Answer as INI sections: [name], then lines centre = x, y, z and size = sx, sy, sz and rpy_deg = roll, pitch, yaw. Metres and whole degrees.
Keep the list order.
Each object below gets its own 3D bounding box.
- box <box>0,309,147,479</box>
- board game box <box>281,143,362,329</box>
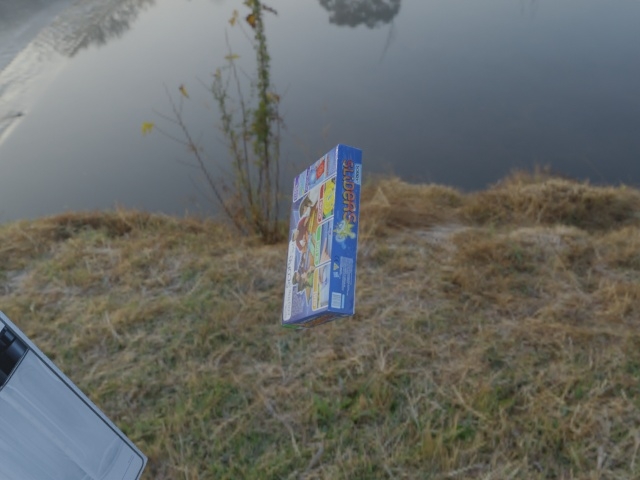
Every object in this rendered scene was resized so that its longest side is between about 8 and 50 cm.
[box]
centre = -0.283, 0.181, 0.599
size = 0.087, 0.290, 0.169
rpy_deg = -3, 44, 27
[board game box]
centre = 0.000, 0.000, 0.873
size = 0.035, 0.201, 0.136
rpy_deg = 12, -18, -23
